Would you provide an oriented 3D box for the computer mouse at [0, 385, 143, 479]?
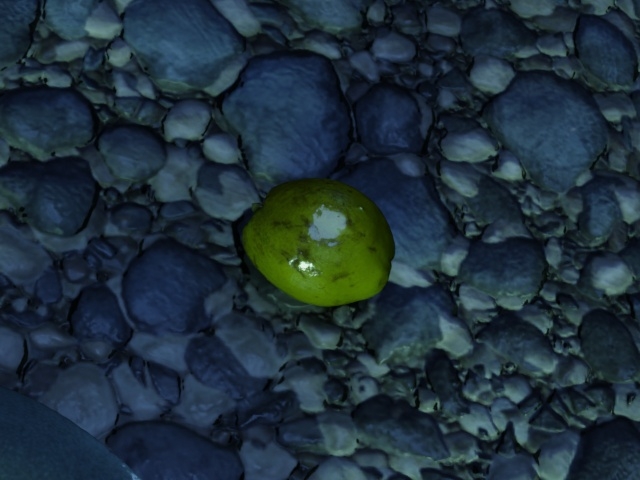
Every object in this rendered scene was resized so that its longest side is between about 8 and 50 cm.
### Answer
[{"bbox_3d":[-0.198,0.246,0.927,0.374,0.114,0.203,45,59,12],"label":"computer mouse"}]

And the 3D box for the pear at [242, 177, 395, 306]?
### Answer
[{"bbox_3d":[0.000,0.000,1.130,0.131,0.107,0.107,29,57,-6],"label":"pear"}]
